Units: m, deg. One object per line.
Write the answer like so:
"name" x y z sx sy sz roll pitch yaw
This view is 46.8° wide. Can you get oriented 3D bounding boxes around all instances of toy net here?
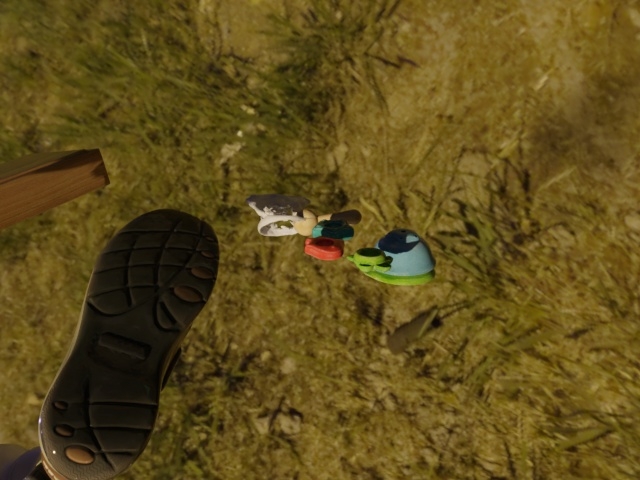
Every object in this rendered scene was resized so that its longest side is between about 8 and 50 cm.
"toy net" 0.000 0.000 0.754 0.232 0.122 0.045 17 117 37

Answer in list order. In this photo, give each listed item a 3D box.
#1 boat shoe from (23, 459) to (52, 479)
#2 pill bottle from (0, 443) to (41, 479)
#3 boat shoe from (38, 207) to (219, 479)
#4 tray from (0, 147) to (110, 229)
"boat shoe" -0.406 0.416 1.044 0.080 0.073 0.224 16 101 22
"pill bottle" -0.613 0.490 1.286 0.407 0.229 0.229 -20 51 12
"boat shoe" -0.201 0.104 0.761 0.120 0.122 0.324 -57 11 46
"tray" -0.570 -0.056 1.196 0.202 0.411 0.076 2 113 36
